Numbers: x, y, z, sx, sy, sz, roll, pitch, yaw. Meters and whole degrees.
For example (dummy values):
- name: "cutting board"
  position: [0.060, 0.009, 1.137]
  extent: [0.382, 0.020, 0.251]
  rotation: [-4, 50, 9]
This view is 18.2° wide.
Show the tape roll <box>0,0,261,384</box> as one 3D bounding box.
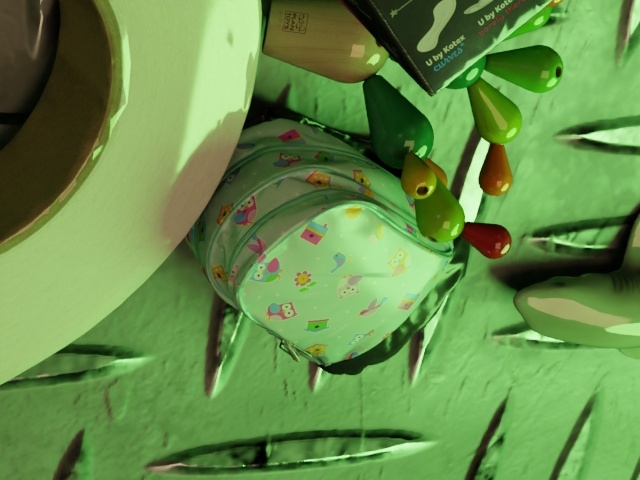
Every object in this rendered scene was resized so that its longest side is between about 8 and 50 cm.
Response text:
- name: "tape roll"
  position: [-0.212, -0.083, 1.054]
  extent: [0.392, 0.072, 0.392]
  rotation: [-20, 130, -25]

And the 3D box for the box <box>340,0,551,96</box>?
- name: "box"
  position: [0.033, -0.220, 1.003]
  extent: [0.163, 0.247, 0.142]
  rotation: [-39, 133, 1]

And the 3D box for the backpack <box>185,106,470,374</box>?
- name: "backpack"
  position: [0.000, 0.000, 1.227]
  extent: [0.152, 0.115, 0.182]
  rotation: [-49, 136, 7]

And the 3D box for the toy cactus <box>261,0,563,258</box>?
- name: "toy cactus"
  position: [0.057, -0.107, 1.179]
  extent: [0.180, 0.112, 0.219]
  rotation: [9, 93, -5]

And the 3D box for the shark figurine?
- name: "shark figurine"
  position: [0.289, 0.023, 1.409]
  extent: [0.278, 0.116, 0.166]
  rotation: [-36, 133, 1]
